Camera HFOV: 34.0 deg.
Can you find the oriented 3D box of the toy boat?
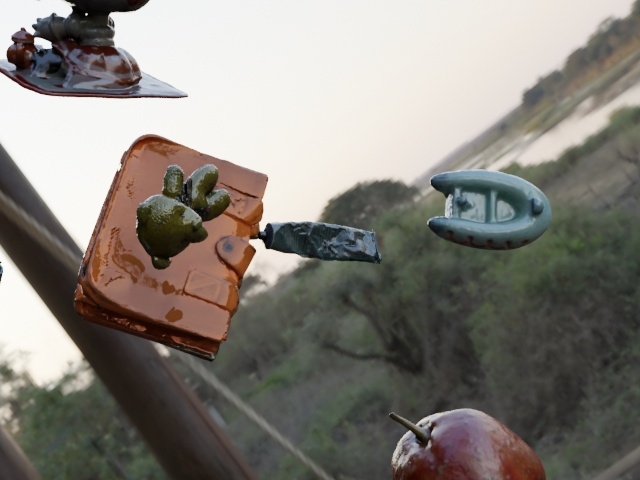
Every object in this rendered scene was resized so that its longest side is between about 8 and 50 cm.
[{"bbox_3d":[0.279,-0.053,1.710,0.079,0.208,0.134,116,161,-67],"label":"toy boat"}]

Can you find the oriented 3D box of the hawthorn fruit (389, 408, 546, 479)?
[{"bbox_3d":[0.251,0.433,1.968,0.287,0.330,0.287,-45,6,6],"label":"hawthorn fruit"}]

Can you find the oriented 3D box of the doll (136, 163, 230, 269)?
[{"bbox_3d":[-0.208,-0.048,1.660,0.097,0.137,0.209,5,35,33],"label":"doll"}]

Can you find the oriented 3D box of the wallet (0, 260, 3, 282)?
[{"bbox_3d":[-0.773,0.074,2.142,0.054,0.290,0.251,-42,-18,-47],"label":"wallet"}]

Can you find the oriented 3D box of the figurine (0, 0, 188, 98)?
[{"bbox_3d":[-0.239,-0.280,1.130,0.184,0.160,0.226,-5,-66,-38],"label":"figurine"}]

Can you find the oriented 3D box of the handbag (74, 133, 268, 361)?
[{"bbox_3d":[-0.272,0.004,1.979,0.116,0.304,0.410,117,169,-52],"label":"handbag"}]

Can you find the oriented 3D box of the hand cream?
[{"bbox_3d":[0.000,0.000,1.998,0.248,0.075,0.052,5,-16,-19],"label":"hand cream"}]
